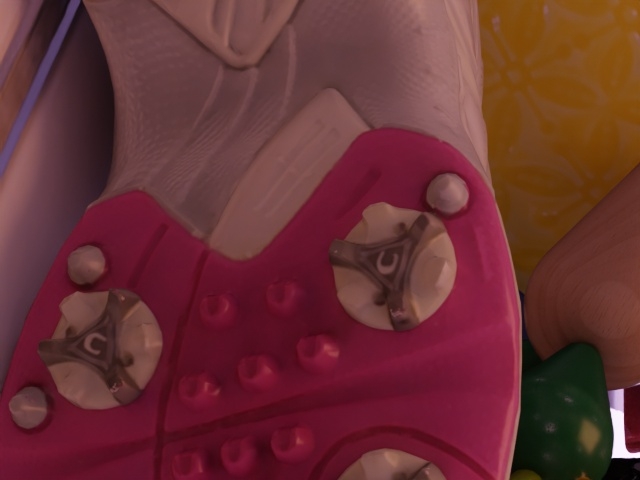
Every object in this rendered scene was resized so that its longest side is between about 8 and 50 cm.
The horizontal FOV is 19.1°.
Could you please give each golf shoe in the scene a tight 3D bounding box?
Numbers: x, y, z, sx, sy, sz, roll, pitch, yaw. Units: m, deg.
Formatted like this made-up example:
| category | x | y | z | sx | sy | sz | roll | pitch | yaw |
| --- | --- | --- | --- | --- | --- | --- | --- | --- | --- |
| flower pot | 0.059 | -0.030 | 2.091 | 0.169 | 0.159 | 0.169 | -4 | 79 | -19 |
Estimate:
| category | x | y | z | sx | sy | sz | roll | pitch | yaw |
| --- | --- | --- | --- | --- | --- | --- | --- | --- | --- |
| golf shoe | 0.000 | 0.000 | 0.450 | 0.140 | 0.115 | 0.306 | 48 | 42 | -66 |

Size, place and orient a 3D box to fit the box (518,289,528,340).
| category | x | y | z | sx | sy | sz | roll | pitch | yaw |
| --- | --- | --- | --- | --- | --- | --- | --- | --- | --- |
| box | 0.125 | -0.047 | 0.852 | 0.158 | 0.093 | 0.156 | 58 | 33 | -56 |

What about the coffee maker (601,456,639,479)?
| category | x | y | z | sx | sy | sz | roll | pitch | yaw |
| --- | --- | --- | --- | --- | --- | --- | --- | --- | --- |
| coffee maker | 0.128 | 0.183 | 0.736 | 0.120 | 0.171 | 0.178 | -12 | 122 | -33 |

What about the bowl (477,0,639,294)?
| category | x | y | z | sx | sy | sz | roll | pitch | yaw |
| --- | --- | --- | --- | --- | --- | --- | --- | --- | --- |
| bowl | 0.153 | -0.116 | 0.681 | 0.289 | 0.156 | 0.289 | 22 | 58 | -40 |

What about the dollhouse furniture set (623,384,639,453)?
| category | x | y | z | sx | sy | sz | roll | pitch | yaw |
| --- | --- | --- | --- | --- | --- | --- | --- | --- | --- |
| dollhouse furniture set | 0.315 | -0.015 | 0.976 | 0.201 | 0.374 | 0.152 | 49 | 35 | -57 |

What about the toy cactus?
| category | x | y | z | sx | sy | sz | roll | pitch | yaw |
| --- | --- | --- | --- | --- | --- | --- | --- | --- | --- |
| toy cactus | 0.071 | 0.059 | 0.578 | 0.180 | 0.112 | 0.219 | -54 | 170 | 2 |
